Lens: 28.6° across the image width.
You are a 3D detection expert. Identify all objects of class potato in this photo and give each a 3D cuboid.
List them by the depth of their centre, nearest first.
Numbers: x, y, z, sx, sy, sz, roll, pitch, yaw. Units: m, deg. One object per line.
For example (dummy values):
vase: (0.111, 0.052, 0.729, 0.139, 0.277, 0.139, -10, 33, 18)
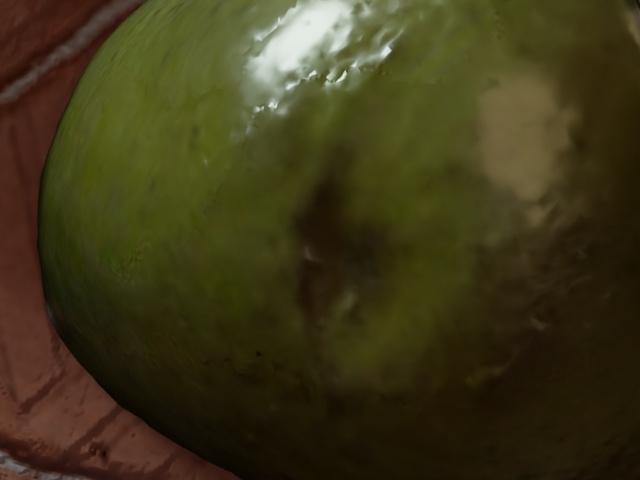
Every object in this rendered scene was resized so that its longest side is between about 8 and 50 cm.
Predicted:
potato: (0.000, 0.000, 0.520, 0.212, 0.280, 0.330, -23, 87, -16)
